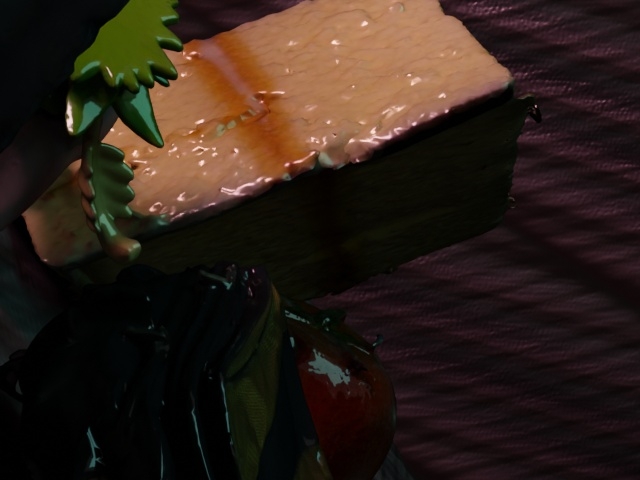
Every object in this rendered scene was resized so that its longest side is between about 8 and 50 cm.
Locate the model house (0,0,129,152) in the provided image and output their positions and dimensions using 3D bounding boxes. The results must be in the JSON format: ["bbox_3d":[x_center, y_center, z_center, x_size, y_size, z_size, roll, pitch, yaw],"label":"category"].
[{"bbox_3d":[-0.199,-0.147,0.643,0.280,0.230,0.248,-111,-147,-52],"label":"model house"}]

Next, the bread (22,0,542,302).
[{"bbox_3d":[0.000,0.000,1.217,0.242,0.346,0.405,55,-9,45],"label":"bread"}]

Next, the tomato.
[{"bbox_3d":[-0.029,0.114,1.166,0.167,0.167,0.167,61,3,-5],"label":"tomato"}]

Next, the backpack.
[{"bbox_3d":[-0.069,0.120,0.745,0.258,0.133,0.206,-85,155,-74],"label":"backpack"}]

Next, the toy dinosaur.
[{"bbox_3d":[-0.177,-0.075,0.946,0.152,0.177,0.194,11,45,-23],"label":"toy dinosaur"}]
